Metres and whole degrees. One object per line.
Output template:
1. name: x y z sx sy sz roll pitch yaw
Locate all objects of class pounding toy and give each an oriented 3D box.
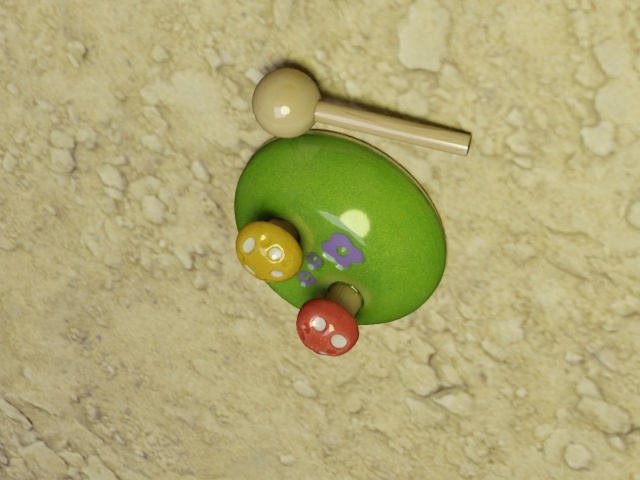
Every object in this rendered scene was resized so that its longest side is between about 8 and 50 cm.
1. pounding toy: 0.000 0.000 1.210 0.183 0.110 0.237 24 137 11
